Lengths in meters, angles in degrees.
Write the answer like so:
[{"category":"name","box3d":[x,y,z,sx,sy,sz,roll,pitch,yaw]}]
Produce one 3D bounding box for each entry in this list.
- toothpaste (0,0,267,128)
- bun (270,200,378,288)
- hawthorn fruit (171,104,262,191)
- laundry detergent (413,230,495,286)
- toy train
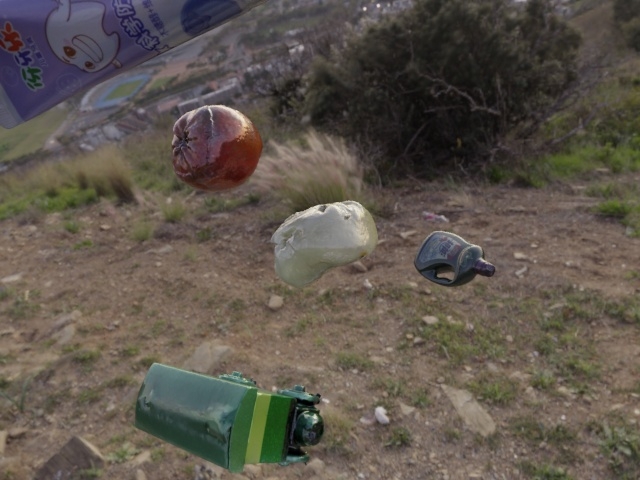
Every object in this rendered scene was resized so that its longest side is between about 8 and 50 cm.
[{"category":"toothpaste","box3d":[-0.208,-0.233,0.543,0.371,0.125,0.080,-17,29,10]},{"category":"bun","box3d":[0.000,0.000,1.025,0.229,0.145,0.229,-34,2,2]},{"category":"hawthorn fruit","box3d":[-0.196,-0.173,0.995,0.173,0.172,0.173,-10,37,8]},{"category":"laundry detergent","box3d":[0.355,0.060,1.366,0.144,0.078,0.222,-55,38,-4]},{"category":"toy train","box3d":[-0.143,0.271,0.823,0.301,0.202,0.120,-2,71,44]}]
